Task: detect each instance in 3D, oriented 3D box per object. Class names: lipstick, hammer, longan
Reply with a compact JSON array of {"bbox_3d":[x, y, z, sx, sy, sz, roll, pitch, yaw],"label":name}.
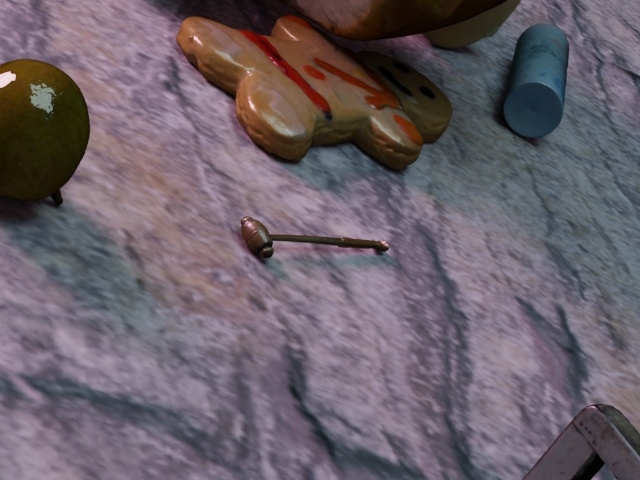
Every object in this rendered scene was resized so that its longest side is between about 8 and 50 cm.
[{"bbox_3d":[0.176,-0.132,1.411,0.048,0.048,0.158,32,25,-5],"label":"lipstick"},{"bbox_3d":[0.000,0.000,1.013,0.123,0.014,0.029,3,48,-49],"label":"hammer"},{"bbox_3d":[-0.146,-0.050,0.874,0.075,0.075,0.083,-98,168,-58],"label":"longan"}]

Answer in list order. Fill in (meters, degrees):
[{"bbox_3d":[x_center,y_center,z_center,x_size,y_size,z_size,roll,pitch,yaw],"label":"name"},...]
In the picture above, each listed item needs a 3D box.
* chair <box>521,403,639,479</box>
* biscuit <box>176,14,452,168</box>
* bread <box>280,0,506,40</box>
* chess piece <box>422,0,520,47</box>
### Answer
[{"bbox_3d":[0.122,0.203,0.658,0.147,0.136,0.270,1,42,-51],"label":"chair"},{"bbox_3d":[0.009,-0.105,1.190,0.234,0.030,0.153,1,43,-48],"label":"biscuit"},{"bbox_3d":[0.062,-0.270,1.224,0.279,0.225,0.250,-26,29,-20],"label":"bread"},{"bbox_3d":[0.024,-0.326,1.497,0.117,0.117,0.397,4,37,-46],"label":"chess piece"}]
